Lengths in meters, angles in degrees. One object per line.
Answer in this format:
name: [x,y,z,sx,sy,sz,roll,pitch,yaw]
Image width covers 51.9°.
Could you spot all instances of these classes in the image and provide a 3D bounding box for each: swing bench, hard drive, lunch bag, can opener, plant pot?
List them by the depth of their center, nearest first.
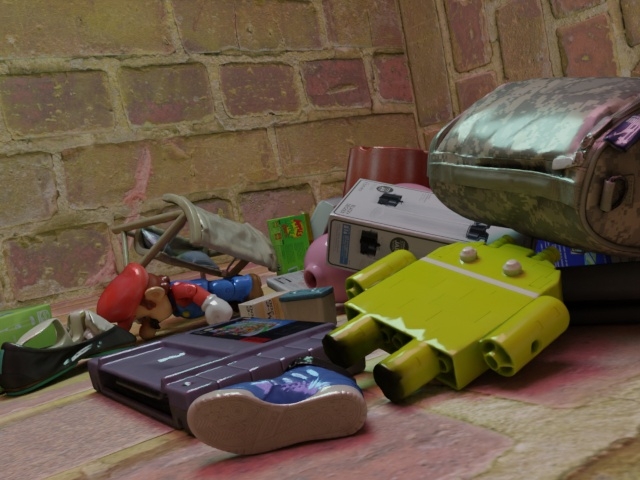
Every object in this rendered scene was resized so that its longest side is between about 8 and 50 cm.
can opener: [0.260,0.083,0.763,0.284,0.076,0.095,-8,37,39]
lunch bag: [0.305,-0.088,0.786,0.256,0.212,0.305,-12,15,-23]
swing bench: [-0.276,0.018,1.456,0.255,0.165,0.253,-29,-31,26]
plant pot: [0.161,-0.081,1.539,0.273,0.264,0.272,4,4,0]
hard drive: [0.000,0.000,1.706,0.047,0.232,0.353,26,9,7]

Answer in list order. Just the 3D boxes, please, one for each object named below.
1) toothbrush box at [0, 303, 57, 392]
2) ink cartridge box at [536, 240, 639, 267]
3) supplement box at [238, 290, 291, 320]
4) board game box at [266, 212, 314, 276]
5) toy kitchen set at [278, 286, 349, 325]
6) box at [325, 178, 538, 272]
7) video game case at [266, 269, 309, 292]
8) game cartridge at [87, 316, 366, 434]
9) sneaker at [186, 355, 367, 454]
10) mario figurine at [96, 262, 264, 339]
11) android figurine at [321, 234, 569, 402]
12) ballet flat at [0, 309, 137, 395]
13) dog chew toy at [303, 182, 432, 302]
toothbrush box: [-0.600,0.197,1.055,0.206,0.122,0.283,-9,3,24]
ink cartridge box: [0.394,-0.025,1.052,0.069,0.175,0.371,-12,3,-20]
supplement box: [-0.086,0.124,1.095,0.036,0.062,0.098,-7,6,38]
board game box: [-0.059,0.034,1.516,0.092,0.181,0.043,-10,1,15]
toy kitchen set: [0.054,0.067,1.088,0.166,0.122,0.207,-9,3,31]
box: [0.170,-0.002,0.983,0.290,0.087,0.169,12,28,15]
video game case: [0.008,0.091,1.382,0.184,0.023,0.201,-13,15,-25]
game cartridge: [-0.133,0.152,0.833,0.230,0.068,0.355,-18,7,-34]
sneaker: [-0.038,0.143,0.588,0.152,0.058,0.084,-7,9,-1]
mario figurine: [-0.283,0.142,1.321,0.321,0.170,0.198,-1,-39,-30]
android figurine: [0.142,0.067,0.704,0.273,0.056,0.248,-28,27,-26]
ballet flat: [-0.413,0.170,1.104,0.095,0.096,0.280,-10,3,24]
dog chew toy: [0.107,0.016,1.246,0.332,0.206,0.207,-23,9,-34]
